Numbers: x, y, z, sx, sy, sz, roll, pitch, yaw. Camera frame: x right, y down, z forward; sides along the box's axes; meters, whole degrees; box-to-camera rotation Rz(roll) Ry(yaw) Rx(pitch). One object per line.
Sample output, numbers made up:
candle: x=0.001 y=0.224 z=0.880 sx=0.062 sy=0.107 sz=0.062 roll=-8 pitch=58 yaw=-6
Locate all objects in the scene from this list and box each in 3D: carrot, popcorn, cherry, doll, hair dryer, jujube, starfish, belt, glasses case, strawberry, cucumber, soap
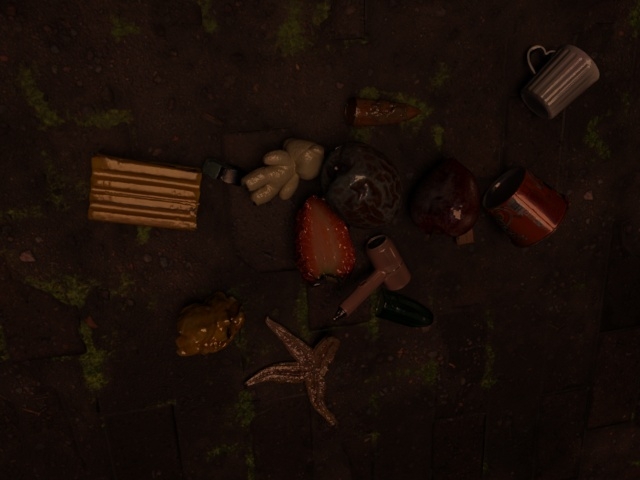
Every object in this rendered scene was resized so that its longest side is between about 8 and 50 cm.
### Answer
carrot: x=0.211 y=-0.420 z=1.740 sx=0.263 sy=0.102 sz=0.101 roll=-4 pitch=108 yaw=-19
popcorn: x=-0.367 y=0.287 z=1.769 sx=0.254 sy=0.191 sz=0.190 roll=-22 pitch=125 yaw=-15
cherry: x=0.427 y=-0.134 z=1.805 sx=0.203 sy=0.230 sz=0.300 roll=17 pitch=86 yaw=-42
doll: x=-0.124 y=-0.227 z=1.692 sx=0.278 sy=0.175 sz=0.149 roll=-31 pitch=79 yaw=-9
hair dryer: x=0.156 y=0.150 z=1.837 sx=0.344 sy=0.107 sz=0.189 roll=-43 pitch=116 yaw=-24
jujube: x=0.140 y=-0.164 z=1.703 sx=0.308 sy=0.215 sz=0.246 roll=29 pitch=99 yaw=-46
starfish: x=-0.058 y=0.470 z=1.933 sx=0.384 sy=0.132 sz=0.398 roll=16 pitch=116 yaw=-10
belt: x=-0.298 y=-0.212 z=1.669 sx=0.140 sy=0.105 sz=0.058 roll=20 pitch=102 yaw=-8
glasses case: x=0.515 y=-0.071 z=1.943 sx=0.065 sy=0.041 sz=0.169 roll=-11 pitch=110 yaw=5
strawberry: x=0.000 y=0.000 z=1.810 sx=0.233 sy=0.138 sz=0.306 roll=-8 pitch=91 yaw=-33
cucumber: x=0.325 y=0.270 z=1.996 sx=0.244 sy=0.063 sz=0.115 roll=17 pitch=103 yaw=-19
soap: x=-0.532 y=-0.149 z=1.637 sx=0.325 sy=0.096 sz=0.204 roll=7 pitch=106 yaw=-16

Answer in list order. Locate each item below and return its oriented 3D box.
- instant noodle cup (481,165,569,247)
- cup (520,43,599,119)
instant noodle cup: x=0.708 y=-0.126 z=1.872 sx=0.192 sy=0.250 sz=0.250 roll=38 pitch=95 yaw=-14
cup: x=0.786 y=-0.546 z=1.816 sx=0.202 sy=0.221 sz=0.167 roll=-45 pitch=146 yaw=6
